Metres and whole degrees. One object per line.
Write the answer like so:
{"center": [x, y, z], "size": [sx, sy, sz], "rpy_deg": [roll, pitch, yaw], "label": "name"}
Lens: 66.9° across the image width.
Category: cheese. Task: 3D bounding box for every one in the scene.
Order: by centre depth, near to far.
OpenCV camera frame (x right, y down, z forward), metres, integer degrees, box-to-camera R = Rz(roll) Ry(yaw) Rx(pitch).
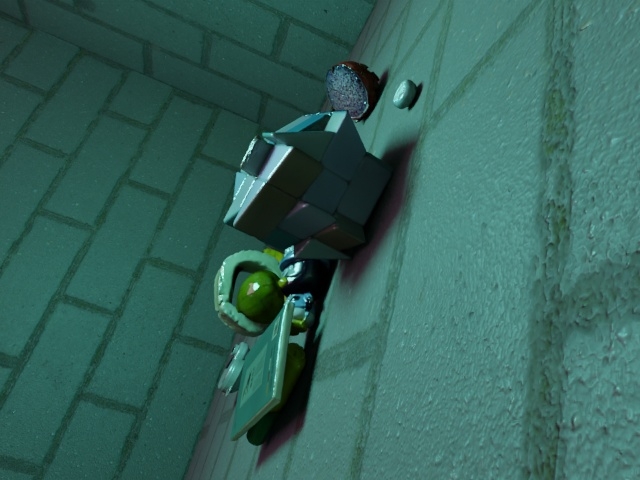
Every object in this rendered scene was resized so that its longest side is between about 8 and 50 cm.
{"center": [-0.289, 0.219, 1.975], "size": [0.153, 0.293, 0.331], "rpy_deg": [130, 152, -60], "label": "cheese"}

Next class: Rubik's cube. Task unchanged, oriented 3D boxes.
{"center": [-0.040, -0.144, 1.236], "size": [0.367, 0.359, 0.387], "rpy_deg": [-62, 24, 0], "label": "Rubik's cube"}

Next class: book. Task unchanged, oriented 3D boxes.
{"center": [-0.161, 0.359, 1.297], "size": [0.379, 0.031, 0.264], "rpy_deg": [126, 158, -48], "label": "book"}

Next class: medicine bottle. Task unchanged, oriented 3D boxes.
{"center": [-0.125, 0.419, 1.301], "size": [0.111, 0.076, 0.308], "rpy_deg": [-109, 42, -68], "label": "medicine bottle"}

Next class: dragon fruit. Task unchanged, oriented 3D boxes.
{"center": [0.137, -0.566, 1.781], "size": [0.148, 0.219, 0.223], "rpy_deg": [-41, -45, -28], "label": "dragon fruit"}

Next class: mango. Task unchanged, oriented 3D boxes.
{"center": [-0.246, 0.175, 2.301], "size": [0.187, 0.138, 0.257], "rpy_deg": [-104, 29, -42], "label": "mango"}

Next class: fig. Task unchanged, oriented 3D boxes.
{"center": [-0.224, 0.223, 1.793], "size": [0.225, 0.203, 0.203], "rpy_deg": [-29, 26, 20], "label": "fig"}

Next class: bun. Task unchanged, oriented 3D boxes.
{"center": [0.220, -0.373, 1.244], "size": [0.083, 0.045, 0.083], "rpy_deg": [-160, 90, -77], "label": "bun"}

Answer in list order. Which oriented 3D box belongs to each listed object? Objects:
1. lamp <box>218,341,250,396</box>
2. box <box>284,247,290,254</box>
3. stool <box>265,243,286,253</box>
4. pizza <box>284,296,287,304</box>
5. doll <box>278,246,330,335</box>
{"center": [-0.377, 0.584, 2.191], "size": [0.179, 0.108, 0.245], "rpy_deg": [-31, 37, 67], "label": "lamp"}
{"center": [-0.050, 0.006, 1.567], "size": [0.135, 0.081, 0.198], "rpy_deg": [-126, 46, -56], "label": "box"}
{"center": [-0.122, -0.091, 1.893], "size": [0.178, 0.272, 0.272], "rpy_deg": [-58, 2, -38], "label": "stool"}
{"center": [-0.094, 0.197, 1.641], "size": [0.199, 0.062, 0.188], "rpy_deg": [120, 148, -78], "label": "pizza"}
{"center": [-0.054, 0.113, 1.396], "size": [0.177, 0.141, 0.313], "rpy_deg": [-34, 39, 50], "label": "doll"}
